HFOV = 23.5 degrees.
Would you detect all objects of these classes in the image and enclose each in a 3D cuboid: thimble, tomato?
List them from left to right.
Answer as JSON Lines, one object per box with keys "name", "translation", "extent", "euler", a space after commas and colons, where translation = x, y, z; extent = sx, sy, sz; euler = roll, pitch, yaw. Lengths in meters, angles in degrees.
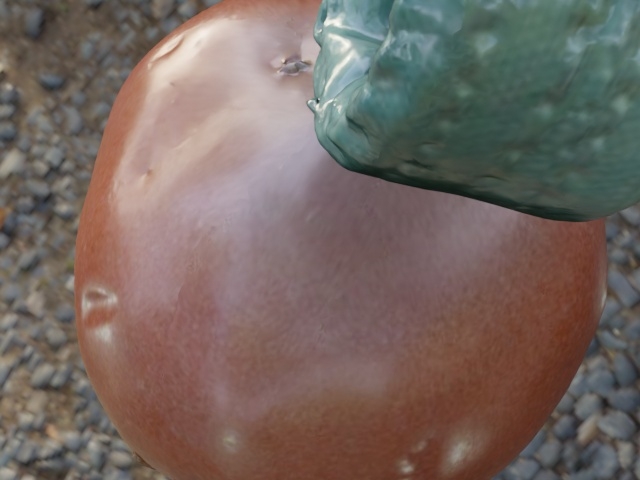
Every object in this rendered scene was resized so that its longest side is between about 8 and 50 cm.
{"name": "tomato", "translation": [0.000, 0.000, 0.957], "extent": [0.341, 0.272, 0.341], "euler": [1, 51, -2]}
{"name": "thimble", "translation": [0.088, -0.119, 0.658], "extent": [0.143, 0.235, 0.198], "euler": [12, 61, -13]}
